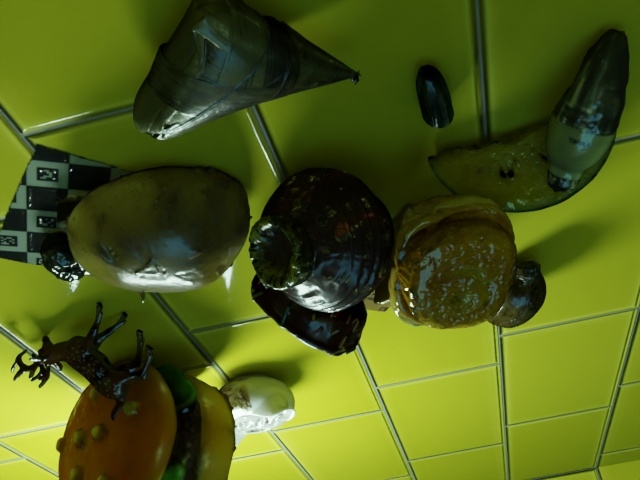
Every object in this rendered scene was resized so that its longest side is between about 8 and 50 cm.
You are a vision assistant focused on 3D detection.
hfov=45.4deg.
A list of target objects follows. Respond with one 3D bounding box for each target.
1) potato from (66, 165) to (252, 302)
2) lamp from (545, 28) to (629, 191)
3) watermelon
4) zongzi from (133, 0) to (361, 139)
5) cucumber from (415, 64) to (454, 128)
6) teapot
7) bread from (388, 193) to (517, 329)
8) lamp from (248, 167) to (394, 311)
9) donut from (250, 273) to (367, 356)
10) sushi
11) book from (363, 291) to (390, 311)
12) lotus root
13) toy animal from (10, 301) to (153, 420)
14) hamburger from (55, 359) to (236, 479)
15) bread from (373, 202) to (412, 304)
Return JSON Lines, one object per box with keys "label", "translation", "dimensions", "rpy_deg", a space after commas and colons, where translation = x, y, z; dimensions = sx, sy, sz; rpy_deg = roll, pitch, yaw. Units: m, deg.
{"label": "potato", "translation": [-0.246, 0.010, 1.220], "dimensions": [0.299, 0.116, 0.239], "rpy_deg": [-9, 132, -12]}
{"label": "lamp", "translation": [0.389, -0.185, 1.118], "dimensions": [0.101, 0.101, 0.250], "rpy_deg": [1, 125, -13]}
{"label": "watermelon", "translation": [0.332, -0.122, 1.234], "dimensions": [0.301, 0.123, 0.129], "rpy_deg": [-16, 124, 7]}
{"label": "zongzi", "translation": [-0.104, -0.199, 1.009], "dimensions": [0.242, 0.112, 0.221], "rpy_deg": [17, 137, -34]}
{"label": "cucumber", "translation": [0.164, -0.213, 1.103], "dimensions": [0.048, 0.048, 0.105], "rpy_deg": [-15, 143, 10]}
{"label": "teapot", "translation": [-0.170, 0.421, 1.883], "dimensions": [0.204, 0.139, 0.298], "rpy_deg": [16, 139, -35]}
{"label": "bread", "translation": [0.208, 0.041, 1.202], "dimensions": [0.198, 0.120, 0.236], "rpy_deg": [-5, 123, -13]}
{"label": "lamp", "translation": [0.000, 0.000, 1.223], "dimensions": [0.247, 0.247, 0.247], "rpy_deg": [-5, 146, -4]}
{"label": "donut", "translation": [-0.013, 0.107, 1.395], "dimensions": [0.235, 0.235, 0.089], "rpy_deg": [19, 113, -34]}
{"label": "sushi", "translation": [-0.358, 0.007, 1.296], "dimensions": [0.339, 0.068, 0.320], "rpy_deg": [15, 140, -30]}
{"label": "book", "translation": [0.087, 0.108, 1.586], "dimensions": [0.172, 0.012, 0.118], "rpy_deg": [10, 143, -24]}
{"label": "lotus root", "translation": [0.400, 0.112, 1.571], "dimensions": [0.120, 0.120, 0.209], "rpy_deg": [1, 146, -13]}
{"label": "toy animal", "translation": [-0.480, 0.246, 1.538], "dimensions": [0.260, 0.243, 0.087], "rpy_deg": [-48, 165, 9]}
{"label": "hamburger", "translation": [-0.397, 0.446, 1.684], "dimensions": [0.396, 0.395, 0.277], "rpy_deg": [-31, 139, 30]}
{"label": "bread", "translation": [0.200, 0.088, 1.404], "dimensions": [0.184, 0.211, 0.224], "rpy_deg": [8, 138, -33]}
